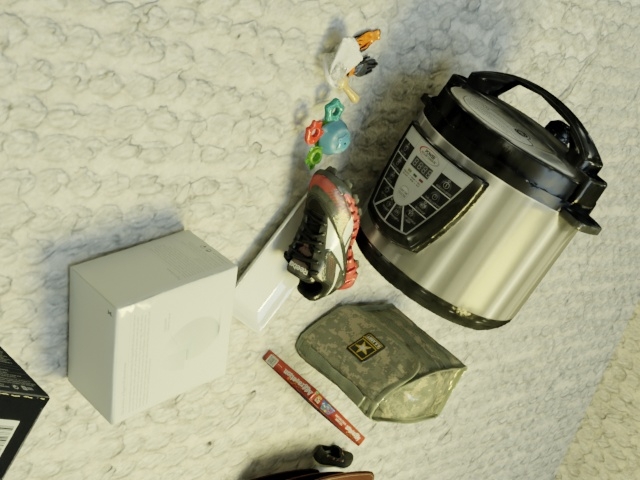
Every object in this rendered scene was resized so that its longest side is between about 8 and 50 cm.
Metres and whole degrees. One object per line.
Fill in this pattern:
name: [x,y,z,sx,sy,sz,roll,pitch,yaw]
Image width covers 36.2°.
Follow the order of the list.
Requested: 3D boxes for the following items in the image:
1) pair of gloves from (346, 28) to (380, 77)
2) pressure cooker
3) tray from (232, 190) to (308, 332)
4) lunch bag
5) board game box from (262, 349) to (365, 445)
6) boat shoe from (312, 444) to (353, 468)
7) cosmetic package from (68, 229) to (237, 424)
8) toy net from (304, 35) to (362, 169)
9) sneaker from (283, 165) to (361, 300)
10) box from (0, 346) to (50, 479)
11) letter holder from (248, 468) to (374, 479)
pair of gloves: [0.076,-0.323,1.701,0.074,0.010,0.083,-26,135,-36]
pressure cooker: [0.302,-0.096,1.809,0.420,0.370,0.375,-57,-174,20]
tray: [-0.073,0.035,1.790,0.270,0.030,0.145,-52,145,-6]
lunch bag: [0.117,0.252,2.006,0.287,0.235,0.169,1,122,-51]
board game box: [-0.010,0.324,1.992,0.027,0.145,0.281,-47,143,-8]
boat shoe: [0.037,0.499,2.265,0.133,0.049,0.042,17,112,-49]
cosmetic package: [-0.268,0.132,1.543,0.225,0.138,0.224,-21,132,-41]
toy net: [0.013,-0.240,1.668,0.122,0.045,0.232,-22,131,-36]
sneaker: [0.000,0.000,1.738,0.135,0.098,0.276,-33,140,-32]
box: [-0.483,0.209,1.293,0.108,0.207,0.153,24,99,-55]
letter holder: [-0.049,0.566,2.134,0.302,0.152,0.214,5,111,-51]
